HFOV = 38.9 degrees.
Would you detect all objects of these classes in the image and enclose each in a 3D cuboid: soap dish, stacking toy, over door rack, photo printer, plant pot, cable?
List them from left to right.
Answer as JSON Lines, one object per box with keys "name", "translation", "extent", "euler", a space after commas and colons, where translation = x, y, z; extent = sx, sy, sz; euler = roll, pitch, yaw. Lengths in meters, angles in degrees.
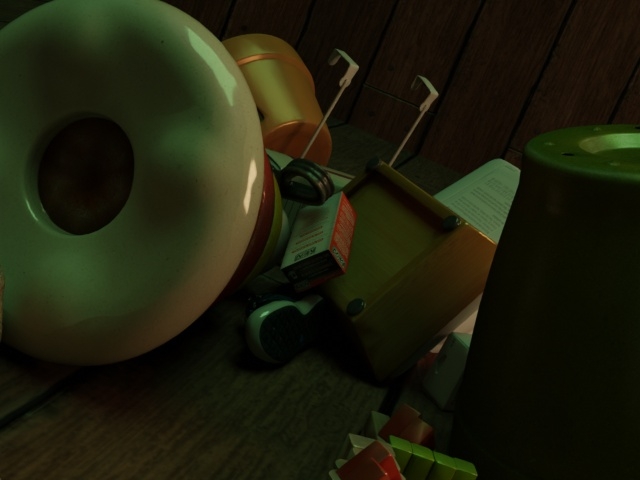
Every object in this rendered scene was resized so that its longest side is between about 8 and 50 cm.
{"name": "stacking toy", "translation": [-0.158, -0.041, 1.024], "extent": [0.350, 0.351, 0.480], "euler": [28, 3, 18]}
{"name": "plant pot", "translation": [-0.112, -0.199, 1.664], "extent": [0.291, 0.291, 0.203], "euler": [7, 39, -46]}
{"name": "cable", "translation": [-0.079, -0.068, 1.232], "extent": [0.072, 0.139, 0.287], "euler": [-37, 35, -20]}
{"name": "over door rack", "translation": [0.072, -0.148, 1.595], "extent": [0.239, 0.324, 0.108], "euler": [8, 21, -45]}
{"name": "soap dish", "translation": [0.085, 0.023, 1.204], "extent": [0.118, 0.229, 0.291], "euler": [51, -4, -34]}
{"name": "photo printer", "translation": [0.205, 0.024, 1.323], "extent": [0.107, 0.307, 0.256], "euler": [62, -6, -30]}
{"name": "plant pot", "translation": [0.310, 0.077, 0.896], "extent": [0.366, 0.353, 0.366], "euler": [-1, 19, 0]}

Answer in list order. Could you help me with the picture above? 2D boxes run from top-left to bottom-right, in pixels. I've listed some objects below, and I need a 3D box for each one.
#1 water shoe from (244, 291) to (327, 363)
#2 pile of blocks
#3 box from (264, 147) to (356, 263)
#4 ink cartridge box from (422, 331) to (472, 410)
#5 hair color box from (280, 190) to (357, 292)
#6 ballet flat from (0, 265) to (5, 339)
{"name": "water shoe", "translation": [-0.059, 0.100, 1.080], "extent": [0.080, 0.073, 0.203], "euler": [9, 3, 20]}
{"name": "pile of blocks", "translation": [0.059, 0.218, 0.728], "extent": [0.149, 0.113, 0.362], "euler": [27, 16, 15]}
{"name": "box", "translation": [-0.006, -0.037, 1.442], "extent": [0.232, 0.149, 0.127], "euler": [16, 16, -26]}
{"name": "ink cartridge box", "translation": [0.201, 0.169, 1.144], "extent": [0.122, 0.088, 0.052], "euler": [12, 21, -33]}
{"name": "hair color box", "translation": [0.000, 0.000, 1.143], "extent": [0.043, 0.072, 0.141], "euler": [57, 25, -23]}
{"name": "ballet flat", "translation": [-0.350, 0.039, 0.668], "extent": [0.107, 0.106, 0.316], "euler": [20, 3, 16]}
